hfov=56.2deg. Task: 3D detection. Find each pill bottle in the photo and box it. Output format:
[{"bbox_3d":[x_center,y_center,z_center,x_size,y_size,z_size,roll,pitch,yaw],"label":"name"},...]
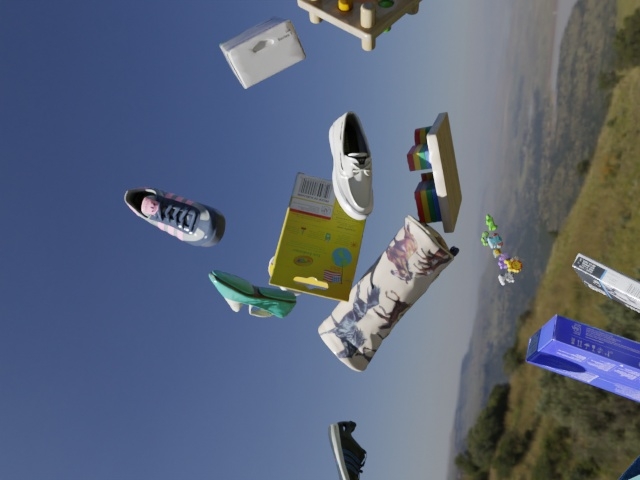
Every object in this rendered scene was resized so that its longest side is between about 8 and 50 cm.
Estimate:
[{"bbox_3d":[-0.123,0.120,2.245,0.215,0.117,0.117,-144,52,-64],"label":"pill bottle"}]

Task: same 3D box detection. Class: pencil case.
[{"bbox_3d":[0.160,0.135,1.497,0.410,0.160,0.183,-53,-18,10],"label":"pencil case"}]

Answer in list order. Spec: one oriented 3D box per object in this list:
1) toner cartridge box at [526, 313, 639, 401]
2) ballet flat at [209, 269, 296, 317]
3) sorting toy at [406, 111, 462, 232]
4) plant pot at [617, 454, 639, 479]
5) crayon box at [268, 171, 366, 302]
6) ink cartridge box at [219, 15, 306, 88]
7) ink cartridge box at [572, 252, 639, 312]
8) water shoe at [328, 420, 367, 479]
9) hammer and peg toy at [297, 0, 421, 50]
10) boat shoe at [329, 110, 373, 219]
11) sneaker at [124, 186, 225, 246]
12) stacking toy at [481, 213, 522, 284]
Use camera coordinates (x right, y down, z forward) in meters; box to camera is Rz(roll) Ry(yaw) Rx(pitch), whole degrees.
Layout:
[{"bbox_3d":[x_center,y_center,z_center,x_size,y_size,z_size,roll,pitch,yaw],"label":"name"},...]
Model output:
[{"bbox_3d":[0.714,0.303,1.493,0.165,0.348,0.075,103,-172,-60],"label":"toner cartridge box"},{"bbox_3d":[-0.182,0.152,1.549,0.087,0.247,0.083,-64,24,15],"label":"ballet flat"},{"bbox_3d":[0.300,-0.181,1.583,0.255,0.089,0.257,-54,-47,-60],"label":"sorting toy"},{"bbox_3d":[0.815,0.580,1.316,0.165,0.234,0.165,-20,-26,-37],"label":"plant pot"},{"bbox_3d":[0.000,0.000,1.505,0.081,0.202,0.318,102,-178,-64],"label":"crayon box"},{"bbox_3d":[-0.176,-0.559,1.762,0.117,0.201,0.278,63,179,-26],"label":"ink cartridge box"},{"bbox_3d":[0.718,0.123,1.414,0.208,0.206,0.045,31,-87,-47],"label":"ink cartridge box"},{"bbox_3d":[0.078,0.535,1.449,0.073,0.080,0.203,97,159,-60],"label":"water shoe"},{"bbox_3d":[0.144,-0.674,1.583,0.361,0.266,0.127,-45,-26,-22],"label":"hammer and peg toy"},{"bbox_3d":[0.086,-0.187,1.464,0.088,0.096,0.267,138,130,-63],"label":"boat shoe"},{"bbox_3d":[-0.376,-0.062,1.516,0.131,0.319,0.112,17,-90,-51],"label":"sneaker"},{"bbox_3d":[0.621,0.033,2.067,0.167,0.052,0.221,71,180,-67],"label":"stacking toy"}]
